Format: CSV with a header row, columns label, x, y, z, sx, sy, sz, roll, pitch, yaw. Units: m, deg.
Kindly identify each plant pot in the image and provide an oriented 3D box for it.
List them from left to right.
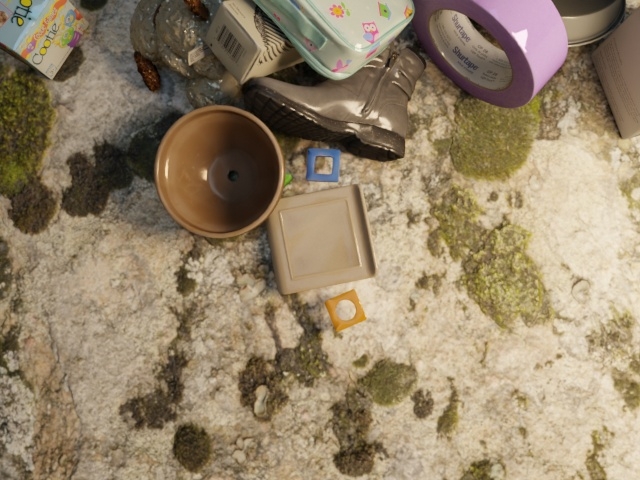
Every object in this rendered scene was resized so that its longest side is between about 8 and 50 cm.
label,x,y,z,sx,sy,sz,roll,pitch,yaw
plant pot,-0.176,-0.124,1.069,0.237,0.110,0.238,0,93,7

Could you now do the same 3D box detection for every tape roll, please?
label,x,y,z,sx,sy,sz,roll,pitch,yaw
tape roll,0.289,-0.362,1.013,0.274,0.275,0.090,42,87,4

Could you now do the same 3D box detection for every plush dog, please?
label,x,y,z,sx,sy,sz,roll,pitch,yaw
plush dog,-0.265,-0.396,1.084,0.225,0.210,0.263,13,82,29

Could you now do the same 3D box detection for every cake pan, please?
label,x,y,z,sx,sy,sz,roll,pitch,yaw
cake pan,0.432,-0.486,1.082,0.292,0.054,0.293,0,62,1

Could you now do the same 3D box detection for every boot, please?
label,x,y,z,sx,sy,sz,roll,pitch,yaw
boot,0.031,-0.294,1.061,0.338,0.118,0.223,15,83,-30

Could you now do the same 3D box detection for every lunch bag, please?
label,x,y,z,sx,sy,sz,roll,pitch,yaw
lunch bag,0.002,-0.417,0.961,0.279,0.108,0.224,46,58,-4

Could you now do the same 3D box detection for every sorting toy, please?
label,x,y,z,sx,sy,sz,roll,pitch,yaw
sorting toy,0.000,0.000,1.098,0.195,0.047,0.348,-11,84,4

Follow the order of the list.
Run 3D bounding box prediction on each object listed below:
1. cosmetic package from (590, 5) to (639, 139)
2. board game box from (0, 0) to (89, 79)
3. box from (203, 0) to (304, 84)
label,x,y,z,sx,sy,sz,roll,pitch,yaw
cosmetic package,0.624,-0.322,0.960,0.155,0.365,0.197,-17,85,-1
board game box,-0.619,-0.456,1.099,0.275,0.142,0.144,32,85,4
box,-0.066,-0.381,1.037,0.113,0.094,0.275,50,49,2
